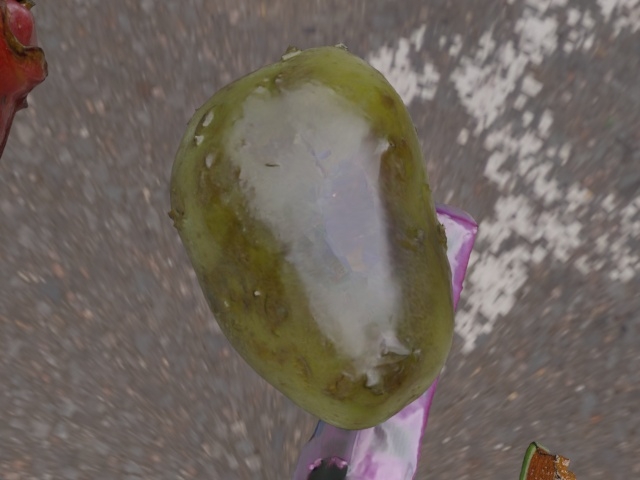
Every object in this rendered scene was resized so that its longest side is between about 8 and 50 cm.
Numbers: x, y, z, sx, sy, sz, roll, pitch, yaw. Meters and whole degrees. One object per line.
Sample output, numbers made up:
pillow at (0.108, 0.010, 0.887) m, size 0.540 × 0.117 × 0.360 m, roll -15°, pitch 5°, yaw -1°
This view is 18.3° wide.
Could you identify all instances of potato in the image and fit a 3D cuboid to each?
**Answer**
potato at (0.000, 0.000, 1.574) m, size 0.210 × 0.173 × 0.307 m, roll -20°, pitch 91°, yaw -17°

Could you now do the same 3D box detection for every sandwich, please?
sandwich at (0.159, 0.189, 1.312) m, size 0.029 × 0.135 × 0.067 m, roll 16°, pitch 120°, yaw -21°

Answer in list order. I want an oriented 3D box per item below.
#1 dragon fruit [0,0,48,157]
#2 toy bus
dragon fruit at (-0.188, -0.021, 0.737) m, size 0.125 × 0.125 × 0.246 m, roll 5°, pitch 68°, yaw 28°
toy bus at (0.057, 0.099, 1.740) m, size 0.090 × 0.112 × 0.274 m, roll 17°, pitch 82°, yaw -20°
